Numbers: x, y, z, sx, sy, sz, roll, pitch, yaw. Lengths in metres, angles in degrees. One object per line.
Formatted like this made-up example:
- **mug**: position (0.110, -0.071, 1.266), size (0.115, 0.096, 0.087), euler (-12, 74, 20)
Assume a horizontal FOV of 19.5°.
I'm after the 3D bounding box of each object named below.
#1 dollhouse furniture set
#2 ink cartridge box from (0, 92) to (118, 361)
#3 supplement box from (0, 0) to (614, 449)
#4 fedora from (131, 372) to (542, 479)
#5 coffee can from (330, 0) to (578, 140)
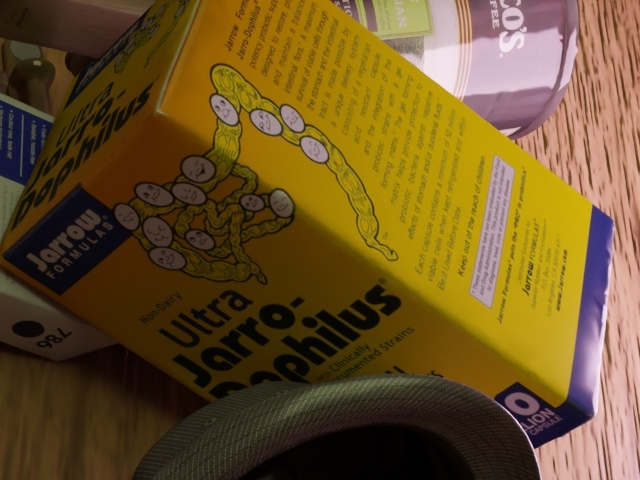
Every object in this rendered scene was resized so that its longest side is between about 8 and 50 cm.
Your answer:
- **dollhouse furniture set**: position (-0.208, -0.167, 1.362), size (0.144, 0.151, 0.123), euler (10, 49, -27)
- **ink cartridge box**: position (-0.237, -0.026, 1.241), size (0.333, 0.065, 0.165), euler (24, 47, -33)
- **supplement box**: position (0.000, 0.000, 1.255), size (0.356, 0.194, 0.195), euler (35, 42, -19)
- **fedora**: position (-0.011, 0.170, 1.158), size (0.275, 0.243, 0.124), euler (-25, 32, -10)
- **coffee can**: position (0.036, -0.161, 1.468), size (0.275, 0.201, 0.201), euler (-11, 59, -37)
